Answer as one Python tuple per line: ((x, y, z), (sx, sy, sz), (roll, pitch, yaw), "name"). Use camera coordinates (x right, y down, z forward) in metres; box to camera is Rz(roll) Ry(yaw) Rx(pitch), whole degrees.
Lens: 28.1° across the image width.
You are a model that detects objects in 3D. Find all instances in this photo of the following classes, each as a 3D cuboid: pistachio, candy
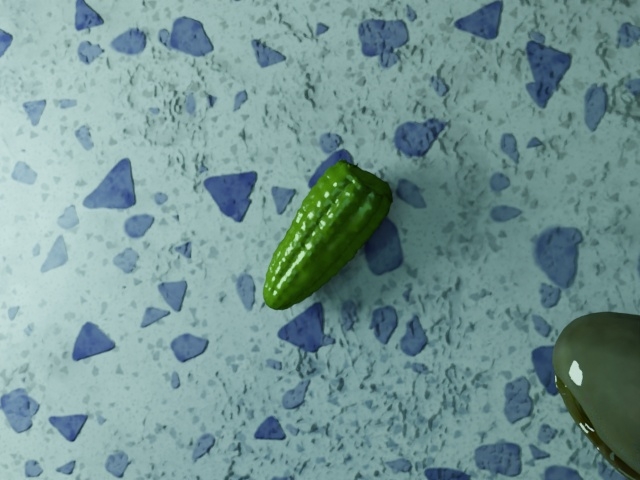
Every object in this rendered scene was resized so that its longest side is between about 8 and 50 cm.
((0.390, 0.177, 1.399), (0.288, 0.166, 0.197), (36, 71, 20), "pistachio")
((0.000, 0.000, 1.560), (0.096, 0.097, 0.209), (40, 99, 16), "candy")
